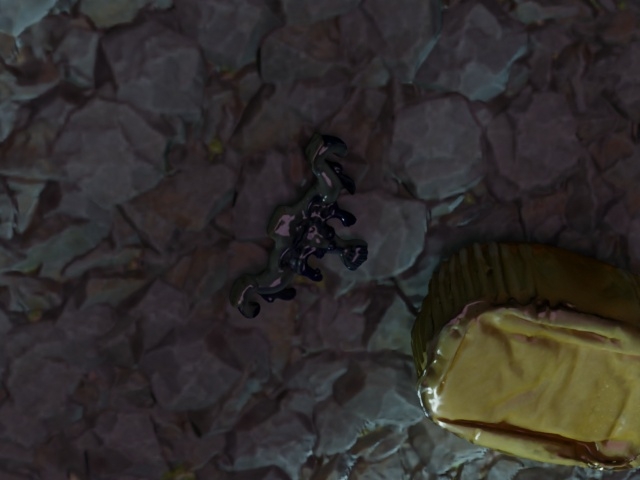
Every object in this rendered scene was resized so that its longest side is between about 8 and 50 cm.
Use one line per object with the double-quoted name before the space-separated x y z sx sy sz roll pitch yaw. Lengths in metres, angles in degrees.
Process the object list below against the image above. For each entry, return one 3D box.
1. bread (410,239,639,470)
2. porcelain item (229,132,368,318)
"bread" 0.155 0.075 1.091 0.190 0.114 0.132 17 115 -10
"porcelain item" 0.000 0.000 1.072 0.075 0.021 0.136 22 104 -24
